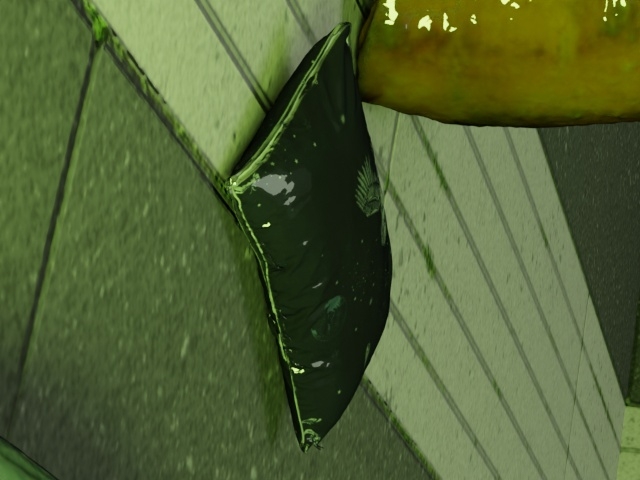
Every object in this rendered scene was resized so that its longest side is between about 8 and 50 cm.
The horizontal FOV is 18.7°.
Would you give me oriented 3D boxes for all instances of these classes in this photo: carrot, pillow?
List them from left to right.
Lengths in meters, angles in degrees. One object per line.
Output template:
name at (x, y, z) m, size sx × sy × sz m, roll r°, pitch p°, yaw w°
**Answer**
pillow at (0.000, 0.000, 1.074) m, size 0.208 × 0.055 × 0.141 m, roll 78°, pitch 31°, yaw -42°
carrot at (0.189, -0.189, 1.253) m, size 0.241 × 0.341 × 0.241 m, roll -2°, pitch 90°, yaw -90°

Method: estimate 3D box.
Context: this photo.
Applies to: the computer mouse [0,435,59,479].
computer mouse at (-0.098, 0.202, 0.682) m, size 0.371 × 0.122 × 0.188 m, roll 68°, pitch 30°, yaw -51°
